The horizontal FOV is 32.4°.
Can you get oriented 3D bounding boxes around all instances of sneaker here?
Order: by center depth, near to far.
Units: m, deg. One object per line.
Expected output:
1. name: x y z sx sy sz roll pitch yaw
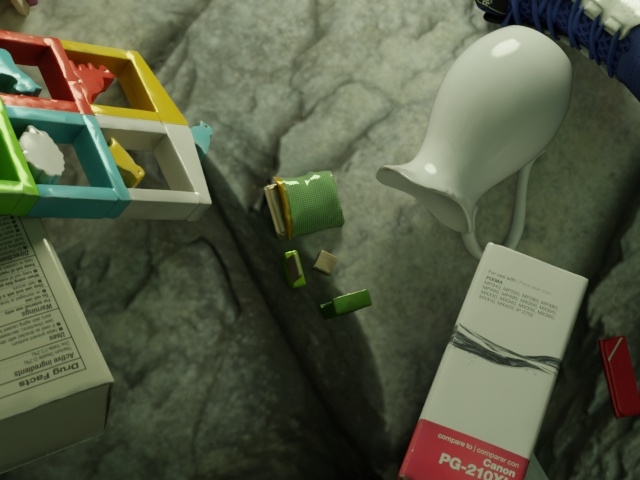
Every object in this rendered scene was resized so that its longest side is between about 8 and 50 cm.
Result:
1. sneaker: 0.263 -0.242 1.144 0.182 0.127 0.315 -12 56 -5

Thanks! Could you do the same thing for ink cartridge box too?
1. ink cartridge box: 0.149 0.149 0.995 0.100 0.172 0.237 20 63 10

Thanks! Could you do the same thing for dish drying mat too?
1. dish drying mat: 0.314 0.142 1.153 0.032 0.008 0.083 -9 81 -17

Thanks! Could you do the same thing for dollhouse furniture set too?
1. dollhouse furniture set: 0.000 0.000 1.074 0.076 0.058 0.151 -14 83 -17

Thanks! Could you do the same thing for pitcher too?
1. pitcher: 0.179 -0.096 1.119 0.178 0.125 0.207 43 76 -30

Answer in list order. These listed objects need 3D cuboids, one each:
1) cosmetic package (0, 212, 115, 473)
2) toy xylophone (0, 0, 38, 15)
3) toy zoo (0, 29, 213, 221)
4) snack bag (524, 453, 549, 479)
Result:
1. cosmetic package: -0.302 0.034 0.904 0.160 0.113 0.309 -17 65 -24
2. toy xylophone: -0.421 -0.265 1.005 0.323 0.081 0.236 14 75 -12
3. toy zoo: -0.215 -0.102 0.970 0.293 0.030 0.192 0 53 -46
4. snack bag: 0.143 0.387 1.045 0.323 0.037 0.342 -30 88 -19
